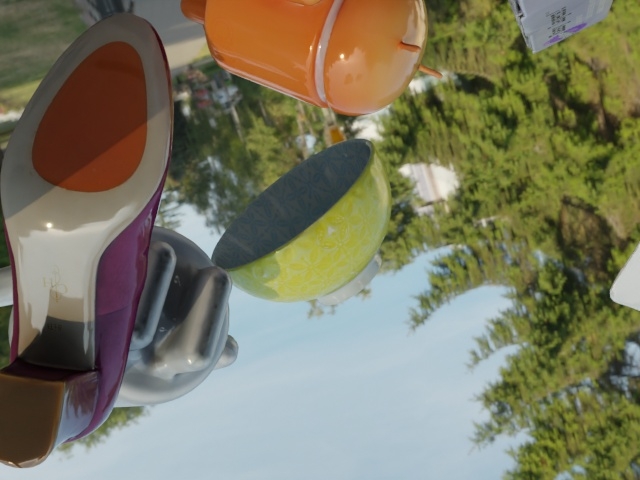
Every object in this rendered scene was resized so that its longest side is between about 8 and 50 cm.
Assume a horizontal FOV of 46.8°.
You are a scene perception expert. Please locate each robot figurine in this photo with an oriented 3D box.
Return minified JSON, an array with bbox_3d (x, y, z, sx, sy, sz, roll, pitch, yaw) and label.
[{"bbox_3d":[-0.246,0.097,0.884,0.353,0.300,0.199,-18,-131,51],"label":"robot figurine"},{"bbox_3d":[-0.006,-0.180,0.615,0.219,0.158,0.128,25,-127,20],"label":"robot figurine"}]

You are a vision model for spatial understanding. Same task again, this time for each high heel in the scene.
[{"bbox_3d":[-0.203,-0.003,0.655,0.127,0.377,0.181,19,-178,-3],"label":"high heel"}]

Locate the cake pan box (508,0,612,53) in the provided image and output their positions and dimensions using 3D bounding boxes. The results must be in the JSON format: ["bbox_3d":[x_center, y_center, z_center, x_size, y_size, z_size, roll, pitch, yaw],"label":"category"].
[{"bbox_3d":[0.106,-0.250,0.444,0.070,0.245,0.267,-19,179,19],"label":"cake pan box"}]

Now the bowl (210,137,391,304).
[{"bbox_3d":[0.000,0.000,1.078,0.289,0.156,0.289,-33,-159,15],"label":"bowl"}]

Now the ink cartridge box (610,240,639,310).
[{"bbox_3d":[0.363,-0.037,0.466,0.207,0.353,0.119,21,-150,1],"label":"ink cartridge box"}]
